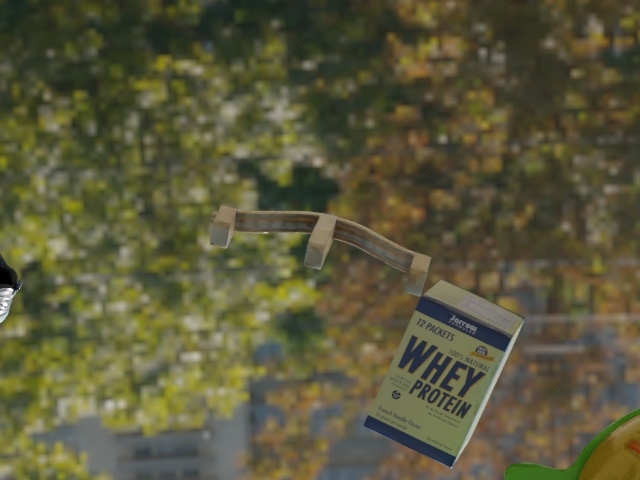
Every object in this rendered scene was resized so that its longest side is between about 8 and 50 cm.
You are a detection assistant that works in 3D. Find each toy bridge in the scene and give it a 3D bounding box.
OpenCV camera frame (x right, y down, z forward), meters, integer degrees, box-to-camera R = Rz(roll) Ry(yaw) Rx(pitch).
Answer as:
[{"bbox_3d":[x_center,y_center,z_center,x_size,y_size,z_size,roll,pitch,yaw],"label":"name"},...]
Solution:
[{"bbox_3d":[0.000,0.000,1.643,0.188,0.026,0.063,14,-152,5],"label":"toy bridge"}]

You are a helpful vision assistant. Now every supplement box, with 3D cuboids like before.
[{"bbox_3d":[0.072,0.074,1.124,0.056,0.083,0.083,25,-171,8],"label":"supplement box"}]

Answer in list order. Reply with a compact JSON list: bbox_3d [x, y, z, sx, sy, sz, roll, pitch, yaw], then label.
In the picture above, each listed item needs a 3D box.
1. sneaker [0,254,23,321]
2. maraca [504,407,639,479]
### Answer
[{"bbox_3d":[-0.240,0.012,1.288,0.098,0.069,0.038,27,-134,-13],"label":"sneaker"},{"bbox_3d":[0.178,0.150,1.033,0.185,0.127,0.099,-16,161,-1],"label":"maraca"}]
